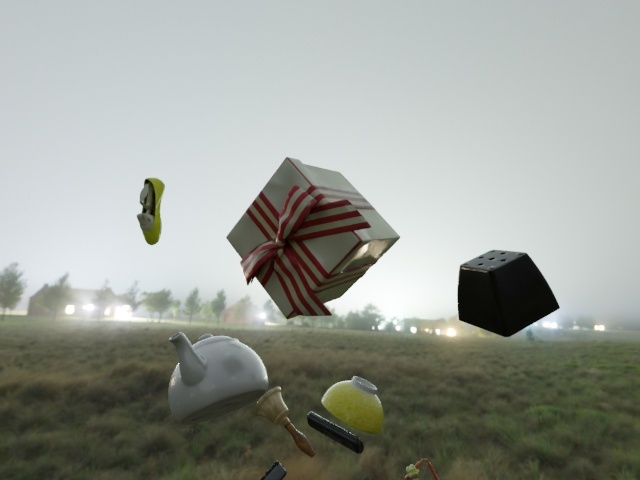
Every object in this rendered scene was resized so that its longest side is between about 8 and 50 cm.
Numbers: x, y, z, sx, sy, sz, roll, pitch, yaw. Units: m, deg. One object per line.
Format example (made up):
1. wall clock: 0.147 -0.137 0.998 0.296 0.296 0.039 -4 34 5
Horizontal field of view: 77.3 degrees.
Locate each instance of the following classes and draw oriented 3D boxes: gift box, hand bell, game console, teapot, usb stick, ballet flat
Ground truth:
1. gift box: 0.000 0.000 0.822 0.276 0.255 0.258 45 23 22
2. hand bell: -0.105 0.627 1.348 0.242 0.126 0.126 37 8 30
3. game console: -0.162 0.808 1.325 0.071 0.122 0.107 31 -28 35
4. teapot: -0.260 0.325 0.997 0.253 0.186 0.256 -3 -34 -37
5. usb stick: 0.055 0.783 1.638 0.278 0.077 0.045 9 30 41
6. ballet flat: -0.575 -0.101 1.338 0.077 0.230 0.077 3 -6 18

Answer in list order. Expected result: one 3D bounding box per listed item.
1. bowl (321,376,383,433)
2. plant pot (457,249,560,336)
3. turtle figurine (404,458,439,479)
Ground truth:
1. bowl: 0.165 0.700 1.766 0.290 0.155 0.289 26 -3 1
2. plant pot: 0.481 0.125 1.077 0.188 0.166 0.187 -23 10 -17
3. turtle figurine: 0.225 0.672 0.944 0.218 0.269 0.087 -1 -35 -13
